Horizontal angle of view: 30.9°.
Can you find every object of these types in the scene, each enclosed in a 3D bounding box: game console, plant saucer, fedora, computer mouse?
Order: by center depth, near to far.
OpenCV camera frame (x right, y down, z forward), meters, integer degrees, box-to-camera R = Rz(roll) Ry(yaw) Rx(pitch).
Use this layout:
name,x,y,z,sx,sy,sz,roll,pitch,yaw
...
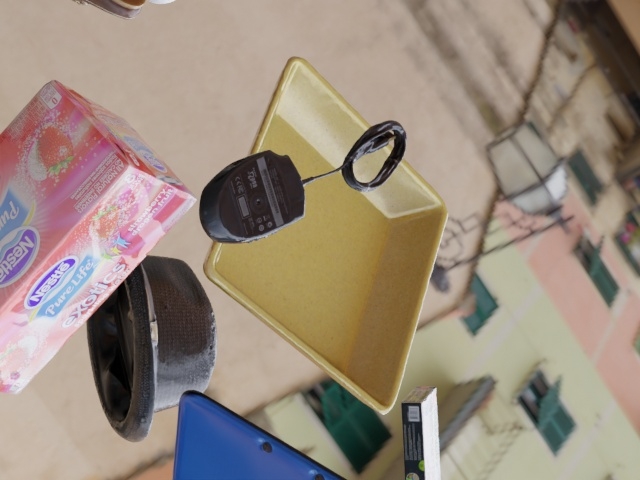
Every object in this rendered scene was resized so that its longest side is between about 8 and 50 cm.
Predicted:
name,x,y,z,sx,sy,sz,roll,pitch,yaw
computer mouse,-0.014,-0.056,1.025,0.242,0.071,0.041,-23,-167,-38
game console,-0.013,0.294,1.298,0.173,0.293,0.250,-65,157,8
plant saucer,0.000,0.000,1.435,0.081,0.333,0.333,-15,-135,42
fedora,-0.258,0.142,1.814,0.152,0.334,0.334,-2,174,-28

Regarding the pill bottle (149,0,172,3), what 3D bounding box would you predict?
name,x,y,z,sx,sy,sz,roll,pitch,yaw
pill bottle,-0.291,-0.510,2.012,0.108,0.108,0.194,-38,147,-20

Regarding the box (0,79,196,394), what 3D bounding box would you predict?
name,x,y,z,sx,sy,sz,roll,pitch,yaw
box,-0.298,0.003,1.201,0.300,0.142,0.154,-46,157,6

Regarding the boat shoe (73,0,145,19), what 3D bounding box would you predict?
name,x,y,z,sx,sy,sz,roll,pitch,yaw
boat shoe,-0.350,-0.387,1.712,0.073,0.207,0.073,-41,167,-52

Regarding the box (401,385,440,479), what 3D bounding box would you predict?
name,x,y,z,sx,sy,sz,roll,pitch,yaw
box,0.168,0.355,1.918,0.036,0.207,0.114,-1,-174,18
